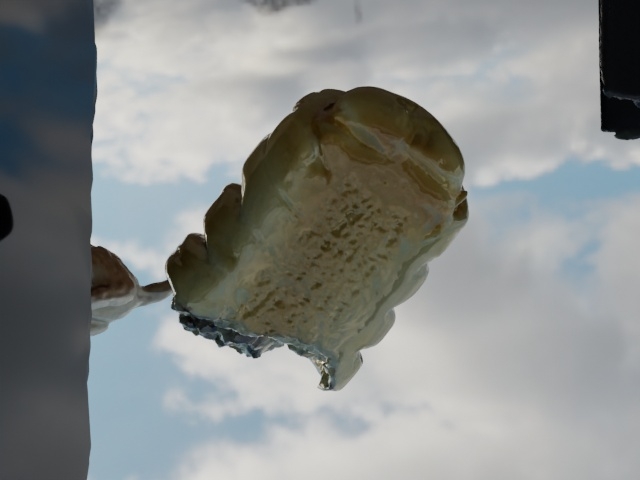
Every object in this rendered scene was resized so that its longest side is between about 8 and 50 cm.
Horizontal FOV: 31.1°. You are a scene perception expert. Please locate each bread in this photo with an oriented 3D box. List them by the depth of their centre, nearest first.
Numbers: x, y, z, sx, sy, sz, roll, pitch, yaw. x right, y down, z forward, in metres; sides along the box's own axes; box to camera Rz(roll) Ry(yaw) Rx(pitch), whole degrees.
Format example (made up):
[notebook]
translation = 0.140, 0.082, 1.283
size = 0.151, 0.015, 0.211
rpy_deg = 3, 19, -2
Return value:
[bread]
translation = 0.000, 0.000, 0.608
size = 0.119, 0.177, 0.084
rpy_deg = 35, -167, -16

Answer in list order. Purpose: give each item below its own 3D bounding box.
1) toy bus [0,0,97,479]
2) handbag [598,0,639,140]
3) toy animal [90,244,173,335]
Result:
[toy bus]
translation = -0.223, 0.031, 0.599
size = 0.162, 0.386, 0.171
rpy_deg = 10, -157, 13
[handbag]
translation = 0.346, -0.162, 0.769
size = 0.326, 0.269, 0.118
rpy_deg = 3, 166, 8
[toy animal]
translation = -0.248, 0.002, 1.112
size = 0.184, 0.104, 0.185
rpy_deg = -18, -117, -41
